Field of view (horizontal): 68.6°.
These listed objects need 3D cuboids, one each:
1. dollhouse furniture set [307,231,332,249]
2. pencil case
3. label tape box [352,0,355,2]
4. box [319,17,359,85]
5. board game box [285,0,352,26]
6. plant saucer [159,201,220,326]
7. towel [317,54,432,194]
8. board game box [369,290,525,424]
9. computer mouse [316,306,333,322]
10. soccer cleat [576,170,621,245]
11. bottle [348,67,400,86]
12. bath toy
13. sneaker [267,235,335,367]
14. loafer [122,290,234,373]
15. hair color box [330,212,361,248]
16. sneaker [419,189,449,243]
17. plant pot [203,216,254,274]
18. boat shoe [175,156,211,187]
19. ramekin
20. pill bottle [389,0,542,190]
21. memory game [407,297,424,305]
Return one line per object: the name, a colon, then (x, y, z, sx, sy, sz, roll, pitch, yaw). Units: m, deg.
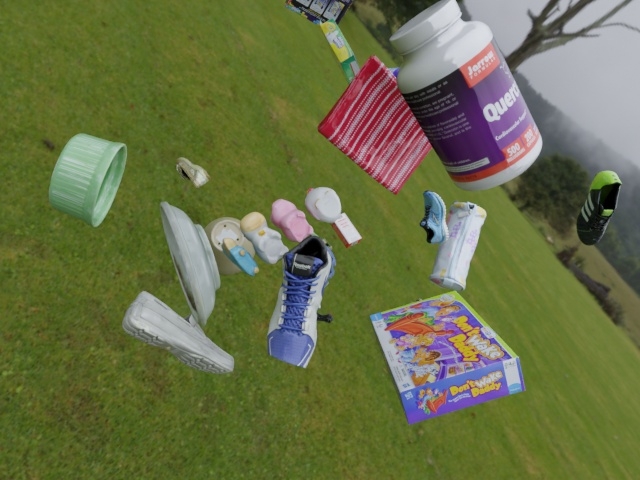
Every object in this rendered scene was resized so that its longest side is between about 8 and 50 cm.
dollhouse furniture set: (0.000, 0.000, 1.471, 0.076, 0.058, 0.152, 51, -12, 19)
pencil case: (0.422, 0.018, 1.440, 0.113, 0.273, 0.124, 22, -13, -3)
label tape box: (0.164, -0.653, 0.906, 0.105, 0.333, 0.241, -27, 107, -29)
box: (0.051, -0.478, 1.189, 0.179, 0.043, 0.105, 66, 8, 30)
board game box: (0.000, -0.726, 1.400, 0.170, 0.141, 0.048, 20, 48, -24)
plant saucer: (-0.392, 0.063, 1.455, 0.100, 0.401, 0.401, -18, 58, -21)
towel: (0.143, -0.248, 1.048, 0.274, 0.199, 0.031, 33, 8, -33)
board game box: (0.257, 0.239, 1.046, 0.347, 0.233, 0.078, -105, 178, -75)
computer mouse: (-0.025, 0.234, 1.820, 0.042, 0.106, 0.193, -43, 119, -36)
soccer cleat: (0.596, -0.060, 1.006, 0.060, 0.179, 0.072, 3, 31, 9)
bottle: (0.182, -0.446, 1.355, 0.118, 0.092, 0.282, 3, 14, -30)
bath toy: (-0.104, -0.045, 1.313, 0.152, 0.348, 0.129, 62, -20, -15)
sneaker: (-0.053, 0.118, 1.084, 0.127, 0.316, 0.182, 12, -23, 11)
loafer: (-0.343, 0.241, 1.196, 0.319, 0.112, 0.112, 42, 45, -30)
hair color box: (0.108, -0.043, 2.012, 0.071, 0.043, 0.141, -23, 69, -24)
sneaker: (0.322, -0.065, 1.360, 0.063, 0.073, 0.162, -167, -119, -71)
plant pot: (-0.389, 0.007, 1.965, 0.256, 0.256, 0.274, 44, -15, -2)
boat shoe: (-0.345, -0.175, 1.226, 0.153, 0.048, 0.056, 28, -22, 39)
ramekin: (-0.784, -0.210, 1.586, 0.148, 0.304, 0.303, 20, 29, -14)
pill bottle: (0.262, -0.263, 0.865, 0.323, 0.181, 0.182, 53, 18, -22)
memory game: (0.304, 0.276, 1.558, 0.012, 0.186, 0.186, 29, 26, -18)
